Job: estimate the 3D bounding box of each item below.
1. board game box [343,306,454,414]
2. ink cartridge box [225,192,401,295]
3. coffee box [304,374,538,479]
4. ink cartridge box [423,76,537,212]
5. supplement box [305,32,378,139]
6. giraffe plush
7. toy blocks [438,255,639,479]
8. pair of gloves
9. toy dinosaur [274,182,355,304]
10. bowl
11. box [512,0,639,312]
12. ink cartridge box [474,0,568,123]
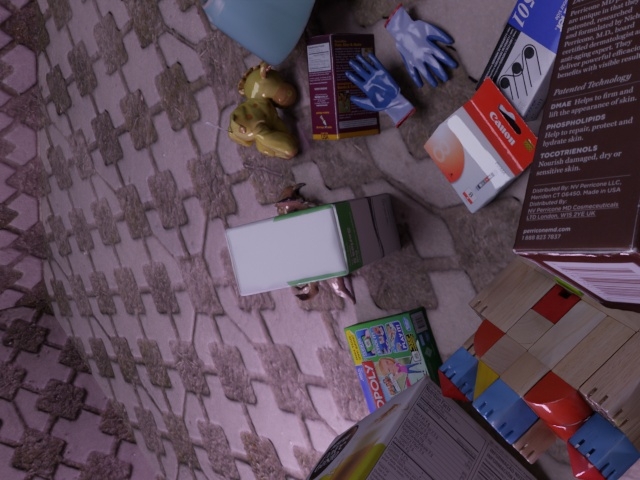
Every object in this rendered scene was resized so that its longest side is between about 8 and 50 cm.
[{"bbox_3d":[0.170,0.306,1.351,0.213,0.046,0.317,-24,82,52],"label":"board game box"},{"bbox_3d":[0.000,0.000,1.224,0.211,0.289,0.122,-13,92,26],"label":"ink cartridge box"},{"bbox_3d":[0.140,0.500,1.137,0.338,0.334,0.337,43,137,3],"label":"coffee box"},{"bbox_3d":[0.249,-0.143,1.062,0.145,0.045,0.179,57,156,13],"label":"ink cartridge box"},{"bbox_3d":[0.041,-0.287,1.272,0.081,0.104,0.188,11,109,51],"label":"supplement box"},{"bbox_3d":[-0.122,-0.287,1.453,0.181,0.210,0.170,16,85,53],"label":"giraffe plush"},{"bbox_3d":[0.297,0.159,0.871,0.191,0.261,0.381,46,179,-28],"label":"toy blocks"},{"bbox_3d":[0.133,-0.294,1.169,0.198,0.023,0.159,-47,71,28],"label":"pair of gloves"},{"bbox_3d":[-0.025,0.008,1.455,0.295,0.127,0.200,36,94,20],"label":"toy dinosaur"},{"bbox_3d":[-0.124,-0.501,1.274,0.311,0.163,0.312,-33,52,58],"label":"bowl"},{"bbox_3d":[0.346,-0.131,0.723,0.143,0.191,0.381,0,68,53],"label":"box"},{"bbox_3d":[0.310,-0.283,0.977,0.097,0.046,0.207,47,134,31],"label":"ink cartridge box"}]
